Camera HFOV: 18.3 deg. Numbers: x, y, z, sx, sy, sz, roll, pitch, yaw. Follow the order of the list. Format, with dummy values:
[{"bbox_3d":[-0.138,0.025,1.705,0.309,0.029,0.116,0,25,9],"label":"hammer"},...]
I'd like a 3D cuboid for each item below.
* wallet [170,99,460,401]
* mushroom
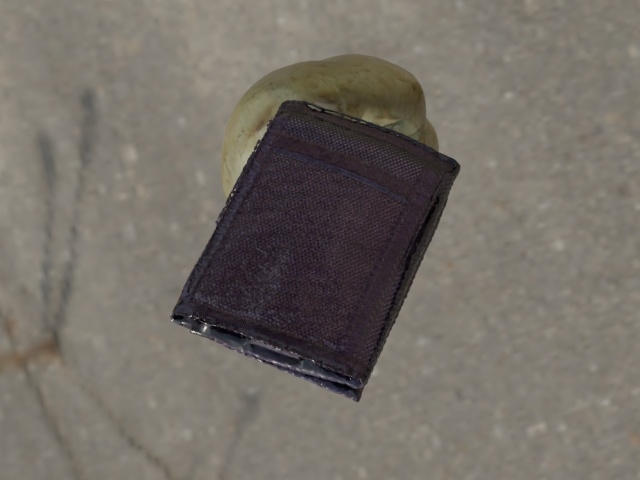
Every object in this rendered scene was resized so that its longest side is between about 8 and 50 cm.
[{"bbox_3d":[0.000,-0.001,1.069,0.111,0.166,0.030,23,144,3],"label":"wallet"},{"bbox_3d":[0.008,-0.047,1.207,0.112,0.148,0.148,40,132,53],"label":"mushroom"}]
